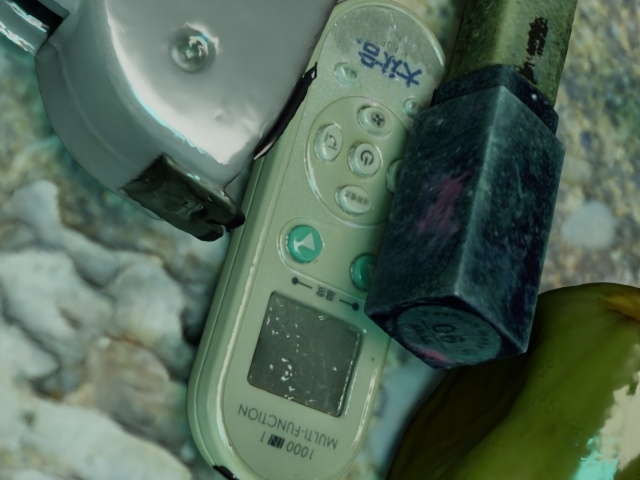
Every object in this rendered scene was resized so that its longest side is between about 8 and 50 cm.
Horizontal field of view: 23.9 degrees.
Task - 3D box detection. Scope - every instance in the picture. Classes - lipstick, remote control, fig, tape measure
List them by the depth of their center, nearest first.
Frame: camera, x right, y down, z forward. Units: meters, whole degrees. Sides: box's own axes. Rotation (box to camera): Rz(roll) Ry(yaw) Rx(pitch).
[{"bbox_3d":[-0.065,-0.149,0.592,0.197,0.120,0.236,34,66,-14],"label":"tape measure"},{"bbox_3d":[0.105,0.093,0.624,0.144,0.154,0.165,-51,150,-61],"label":"fig"},{"bbox_3d":[0.000,0.000,0.642,0.078,0.042,0.221,24,73,-28],"label":"remote control"},{"bbox_3d":[0.084,-0.092,0.665,0.051,0.051,0.312,37,53,-32],"label":"lipstick"}]
